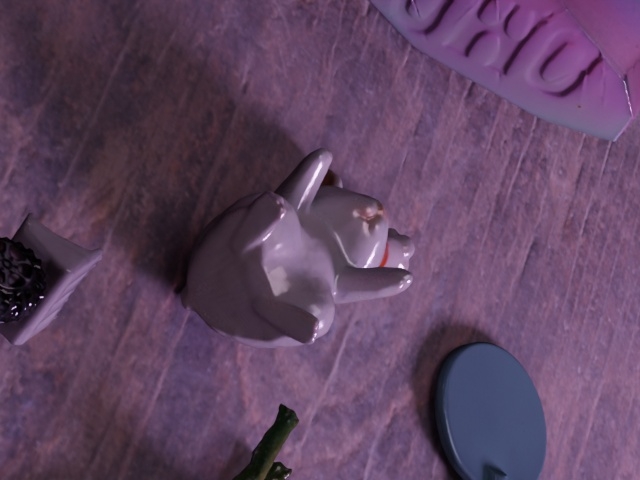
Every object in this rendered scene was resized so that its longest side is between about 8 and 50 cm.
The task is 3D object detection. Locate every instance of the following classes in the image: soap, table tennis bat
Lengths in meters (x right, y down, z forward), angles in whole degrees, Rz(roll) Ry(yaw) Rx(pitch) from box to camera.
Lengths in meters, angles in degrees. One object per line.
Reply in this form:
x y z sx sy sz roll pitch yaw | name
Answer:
0.187 -0.236 1.901 0.323 0.193 0.109 29 58 -4 | soap
0.161 0.208 1.844 0.149 0.038 0.237 26 54 -38 | table tennis bat

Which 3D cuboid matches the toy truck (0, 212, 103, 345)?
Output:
-0.289 0.051 1.387 0.286 0.136 0.111 -25 73 -48 | toy truck

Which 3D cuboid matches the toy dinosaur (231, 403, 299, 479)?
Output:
-0.077 0.282 1.544 0.447 0.087 0.301 52 45 -9 | toy dinosaur

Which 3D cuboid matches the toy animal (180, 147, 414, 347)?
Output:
0.005 -0.002 1.689 0.282 0.138 0.141 -27 91 -48 | toy animal
